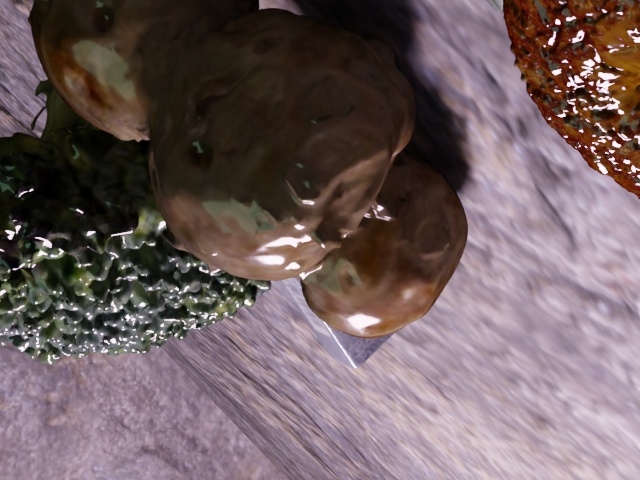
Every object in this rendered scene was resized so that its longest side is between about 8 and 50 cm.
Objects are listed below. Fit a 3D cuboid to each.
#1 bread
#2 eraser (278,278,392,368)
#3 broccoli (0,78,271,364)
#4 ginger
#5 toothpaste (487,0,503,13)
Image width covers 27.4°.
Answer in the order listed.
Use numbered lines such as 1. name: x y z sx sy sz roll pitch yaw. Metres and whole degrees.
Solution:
1. bread: 0.152 -0.069 0.538 0.193 0.064 0.193 38 162 15
2. eraser: 0.000 0.000 1.043 0.046 0.092 0.212 24 154 54
3. broccoli: -0.187 -0.043 1.215 0.293 0.348 0.280 -38 60 37
4. ginger: -0.064 -0.092 0.840 0.375 0.176 0.256 43 180 9
5. toothpaste: 0.073 -0.164 0.546 0.064 0.041 0.218 54 169 13
